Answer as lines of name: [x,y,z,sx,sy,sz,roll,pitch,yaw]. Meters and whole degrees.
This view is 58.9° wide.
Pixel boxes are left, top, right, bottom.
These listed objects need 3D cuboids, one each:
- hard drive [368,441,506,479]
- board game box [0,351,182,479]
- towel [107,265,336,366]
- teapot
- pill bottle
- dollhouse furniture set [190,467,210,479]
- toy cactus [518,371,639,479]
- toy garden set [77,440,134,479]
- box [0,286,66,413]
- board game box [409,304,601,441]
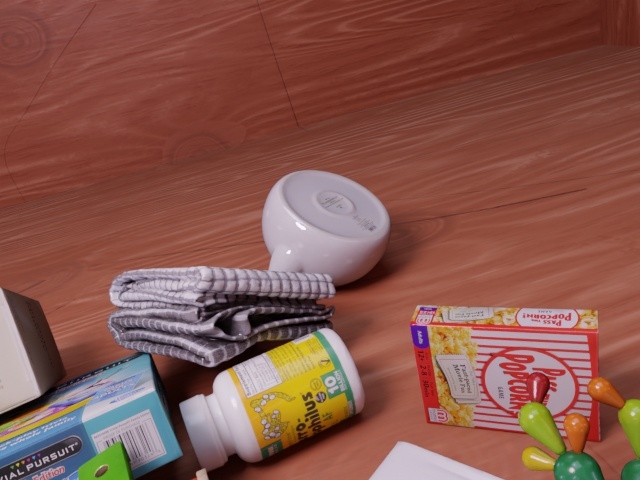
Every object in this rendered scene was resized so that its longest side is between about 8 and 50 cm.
hard drive: [0.072,0.317,0.466,0.210,0.040,0.319,8,31,40]
board game box: [-0.311,0.231,0.675,0.254,0.079,0.336,-22,4,-18]
towel: [-0.145,0.105,0.831,0.235,0.121,0.284,6,-7,-44]
teapot: [0.000,0.000,1.059,0.256,0.187,0.252,6,39,-20]
pill bottle: [-0.061,0.200,0.705,0.209,0.117,0.117,-20,24,-16]
dollhouse furniture set: [-0.198,0.318,0.489,0.259,0.135,0.262,-20,24,-14]
toy cactus: [0.255,0.221,0.470,0.219,0.112,0.180,34,50,6]
toy garden set: [-0.234,0.292,0.419,0.244,0.049,0.204,-32,26,-16]
box: [-0.448,0.158,0.780,0.121,0.147,0.311,-21,0,-21]
board game box: [0.209,0.147,0.643,0.194,0.146,0.045,-2,26,25]
